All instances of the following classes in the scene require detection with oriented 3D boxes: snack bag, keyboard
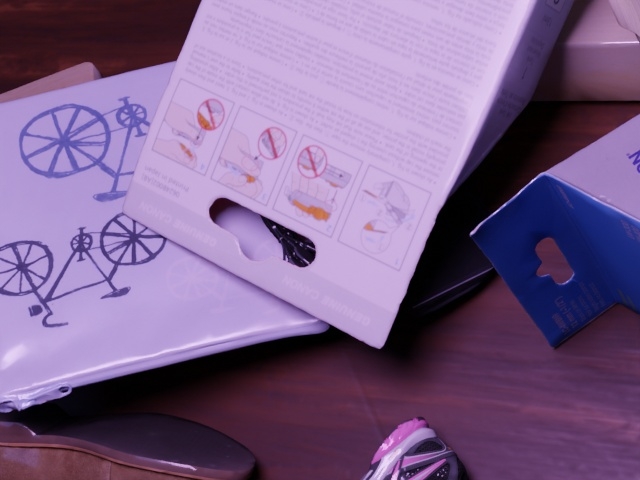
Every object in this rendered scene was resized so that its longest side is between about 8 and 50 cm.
[{"bbox_3d":[-0.166,-0.020,1.422,0.323,0.037,0.342,-14,59,-4],"label":"snack bag"},{"bbox_3d":[0.016,-0.057,1.394,0.201,0.033,0.317,-25,62,-16],"label":"keyboard"}]

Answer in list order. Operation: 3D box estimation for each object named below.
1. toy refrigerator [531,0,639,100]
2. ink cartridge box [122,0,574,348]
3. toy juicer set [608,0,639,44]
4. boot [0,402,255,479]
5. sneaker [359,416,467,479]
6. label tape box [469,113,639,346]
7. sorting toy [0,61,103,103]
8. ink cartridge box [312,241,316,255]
[{"bbox_3d":[0.228,-0.189,1.386,0.269,0.094,0.102,2,59,25],"label":"toy refrigerator"},{"bbox_3d":[0.024,-0.139,1.344,0.308,0.091,0.385,26,98,27],"label":"ink cartridge box"},{"bbox_3d":[0.257,-0.267,1.229,0.089,0.209,0.329,-22,50,17],"label":"toy juicer set"},{"bbox_3d":[-0.200,0.219,1.389,0.305,0.112,0.115,3,96,22],"label":"boot"},{"bbox_3d":[0.053,0.236,1.263,0.077,0.072,0.178,37,89,24],"label":"sneaker"},{"bbox_3d":[0.316,-0.017,1.158,0.348,0.249,0.115,-33,56,6],"label":"label tape box"},{"bbox_3d":[-0.317,-0.020,1.551,0.257,0.089,0.255,-18,58,16],"label":"sorting toy"},{"bbox_3d":[0.000,0.000,1.430,0.048,0.028,0.083,-16,58,17],"label":"ink cartridge box"}]
